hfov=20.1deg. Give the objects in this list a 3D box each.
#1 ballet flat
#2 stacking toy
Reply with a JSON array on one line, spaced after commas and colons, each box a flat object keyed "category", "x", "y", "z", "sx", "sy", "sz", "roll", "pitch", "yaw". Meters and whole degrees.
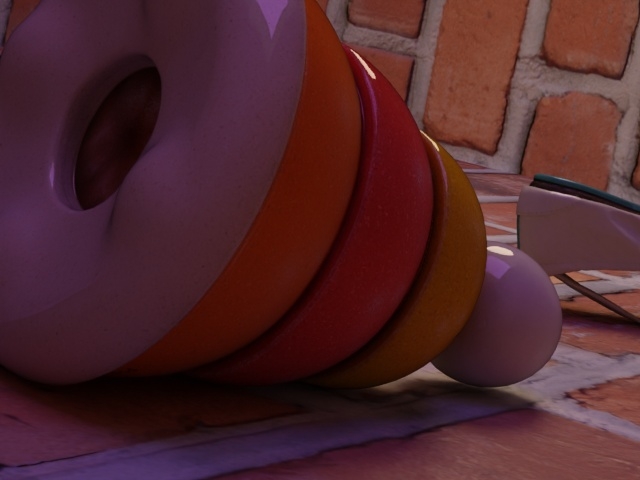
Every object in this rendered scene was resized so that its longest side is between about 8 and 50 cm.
[{"category": "ballet flat", "x": 0.391, "y": 0.034, "z": 1.948, "sx": 0.400, "sy": 0.139, "sz": 0.139, "roll": 14, "pitch": 8, "yaw": -11}, {"category": "stacking toy", "x": 0.000, "y": 0.000, "z": 1.349, "sx": 0.480, "sy": 0.350, "sz": 0.351, "roll": 27, "pitch": -3, "yaw": -38}]
